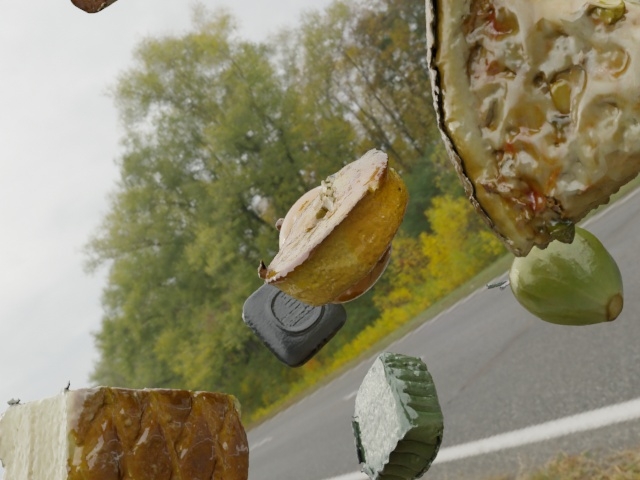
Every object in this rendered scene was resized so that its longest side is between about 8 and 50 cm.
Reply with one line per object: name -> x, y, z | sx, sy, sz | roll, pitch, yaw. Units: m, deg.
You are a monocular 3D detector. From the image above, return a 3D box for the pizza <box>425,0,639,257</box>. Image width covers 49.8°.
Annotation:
pizza -> 0.294, -0.164, 0.952 | 0.080, 0.434, 0.392 | -22, -48, -41

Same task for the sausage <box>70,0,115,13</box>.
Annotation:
sausage -> -0.445, -0.584, 1.488 | 0.109, 0.108, 0.271 | -45, 20, 39

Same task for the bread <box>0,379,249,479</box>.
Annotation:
bread -> -0.254, 0.339, 0.902 | 0.207, 0.279, 0.279 | -23, -29, 36

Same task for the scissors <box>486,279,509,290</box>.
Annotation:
scissors -> 0.472, 0.080, 1.603 | 0.187, 0.020, 0.133 | -19, 11, -24

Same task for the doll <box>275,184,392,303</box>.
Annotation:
doll -> 0.000, 0.000, 1.219 | 0.235, 0.214, 0.213 | 11, 20, 34

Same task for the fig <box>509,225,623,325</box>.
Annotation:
fig -> 0.512, 0.076, 1.415 | 0.207, 0.230, 0.207 | -46, -30, -37

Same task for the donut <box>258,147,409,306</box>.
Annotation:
donut -> 0.022, -0.016, 0.974 | 0.253, 0.118, 0.253 | -51, 8, 10

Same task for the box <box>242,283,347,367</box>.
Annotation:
box -> -0.055, 0.163, 1.553 | 0.212, 0.201, 0.042 | -37, -19, -30

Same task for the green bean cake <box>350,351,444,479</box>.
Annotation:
green bean cake -> 0.157, 0.377, 1.438 | 0.227, 0.124, 0.223 | -98, 27, -50
